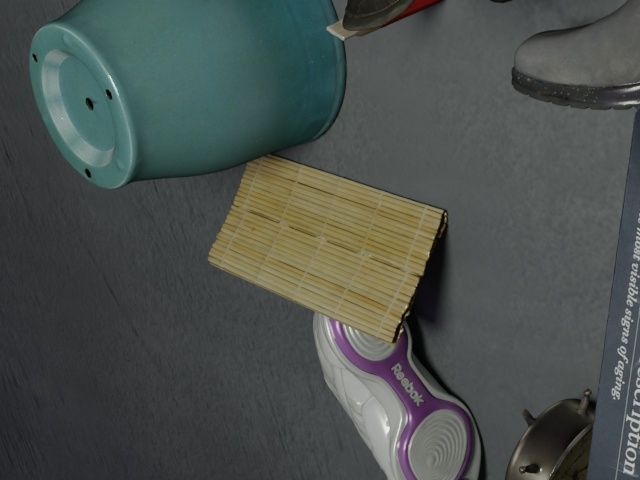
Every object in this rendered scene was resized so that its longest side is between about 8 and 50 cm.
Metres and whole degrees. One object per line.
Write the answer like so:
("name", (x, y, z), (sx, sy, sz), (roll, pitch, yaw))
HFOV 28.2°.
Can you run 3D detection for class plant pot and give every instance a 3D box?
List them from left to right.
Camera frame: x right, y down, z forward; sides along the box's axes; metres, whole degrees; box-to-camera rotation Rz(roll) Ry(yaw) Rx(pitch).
("plant pot", (-0.157, -0.185, 1.361), (0.271, 0.255, 0.272), (31, 136, 36))

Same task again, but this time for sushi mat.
("sushi mat", (0.000, 0.000, 1.427), (0.316, 0.019, 0.151), (21, 86, 43))

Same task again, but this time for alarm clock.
("alarm clock", (0.242, 0.233, 1.274), (0.064, 0.129, 0.192), (29, 156, 40))

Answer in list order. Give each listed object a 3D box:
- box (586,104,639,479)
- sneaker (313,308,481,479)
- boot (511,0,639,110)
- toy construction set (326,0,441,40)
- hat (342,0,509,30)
("box", (0.343, 0.102, 0.776), (0.312, 0.179, 0.343), (17, 105, 52))
("sneaker", (0.086, 0.186, 1.478), (0.305, 0.114, 0.152), (64, 163, -3))
("boot", (0.276, -0.217, 0.933), (0.338, 0.118, 0.223), (1, 109, 44))
("toy construction set", (-0.050, -0.308, 1.149), (0.309, 0.237, 0.257), (52, 145, 11))
("hat", (0.142, -0.277, 0.952), (0.134, 0.331, 0.331), (26, 150, -17))
